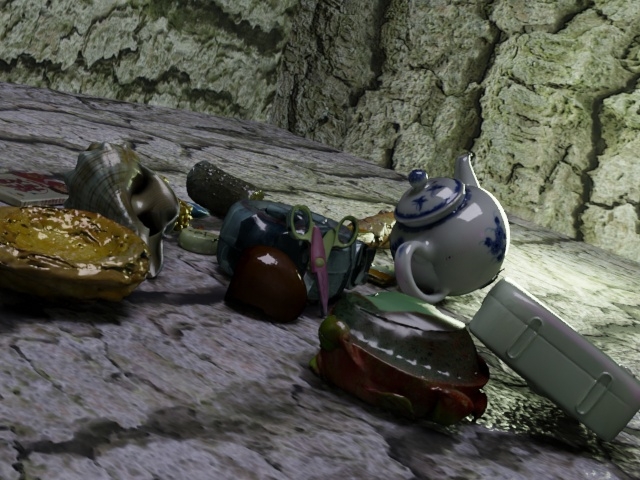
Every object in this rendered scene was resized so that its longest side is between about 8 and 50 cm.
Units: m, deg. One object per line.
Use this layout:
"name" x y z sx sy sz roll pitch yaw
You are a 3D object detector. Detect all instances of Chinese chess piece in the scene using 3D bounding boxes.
"Chinese chess piece" -0.238 0.000 1.950 0.084 0.034 0.084 13 11 -3

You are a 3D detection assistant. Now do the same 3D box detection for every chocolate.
"chocolate" -0.084 0.078 1.649 0.133 0.127 0.124 20 48 -9

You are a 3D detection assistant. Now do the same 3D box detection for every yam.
"yam" -0.221 -0.108 2.312 0.183 0.107 0.107 25 15 30

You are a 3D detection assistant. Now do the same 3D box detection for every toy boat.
"toy boat" -0.296 -0.068 2.242 0.105 0.034 0.149 15 -1 15

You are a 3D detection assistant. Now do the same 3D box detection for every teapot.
"teapot" 0.255 -0.030 2.073 0.252 0.280 0.424 -10 31 38

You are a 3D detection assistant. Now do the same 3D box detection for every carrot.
"carrot" 0.116 -0.014 2.377 0.102 0.102 0.263 23 21 35

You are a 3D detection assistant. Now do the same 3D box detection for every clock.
"clock" 0.351 0.173 1.517 0.265 0.108 0.324 38 4 7

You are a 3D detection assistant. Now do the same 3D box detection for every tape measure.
"tape measure" -0.057 0.010 1.859 0.256 0.147 0.275 20 12 28

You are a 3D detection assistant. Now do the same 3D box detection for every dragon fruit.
"dragon fruit" 0.114 0.162 1.427 0.295 0.130 0.268 25 20 40

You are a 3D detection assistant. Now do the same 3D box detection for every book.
"book" -0.597 -0.105 2.024 0.162 0.022 0.232 19 12 21

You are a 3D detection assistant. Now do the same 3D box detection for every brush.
"brush" 0.172 0.067 2.194 0.085 0.020 0.336 20 12 23

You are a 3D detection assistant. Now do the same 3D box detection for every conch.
"conch" -0.356 -0.056 1.819 0.203 0.169 0.386 -15 60 -24

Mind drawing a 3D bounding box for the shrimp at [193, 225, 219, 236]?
"shrimp" -0.201 -0.012 2.074 0.124 0.034 0.178 10 15 7

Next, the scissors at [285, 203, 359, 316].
"scissors" -0.006 0.036 1.716 0.133 0.187 0.020 11 -9 -15

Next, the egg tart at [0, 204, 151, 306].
"egg tart" -0.391 0.029 1.465 0.291 0.107 0.291 15 16 -5

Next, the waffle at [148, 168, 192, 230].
"waffle" -0.352 -0.094 2.052 0.193 0.070 0.197 38 14 17

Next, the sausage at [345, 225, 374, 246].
"sausage" 0.000 0.000 2.161 0.082 0.082 0.371 24 14 38
